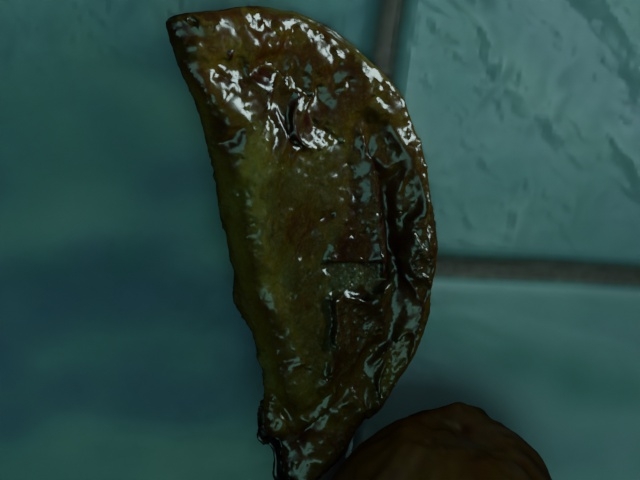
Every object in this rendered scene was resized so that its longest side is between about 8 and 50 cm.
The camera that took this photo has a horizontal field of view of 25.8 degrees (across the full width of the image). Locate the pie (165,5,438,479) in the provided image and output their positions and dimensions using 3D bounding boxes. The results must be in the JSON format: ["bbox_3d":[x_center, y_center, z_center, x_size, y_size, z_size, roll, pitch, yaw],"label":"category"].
[{"bbox_3d":[0.002,-0.002,0.518,0.088,0.033,0.191,-18,113,-17],"label":"pie"}]

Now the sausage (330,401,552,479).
[{"bbox_3d":[0.038,0.188,0.559,0.114,0.113,0.259,1,113,-9],"label":"sausage"}]
